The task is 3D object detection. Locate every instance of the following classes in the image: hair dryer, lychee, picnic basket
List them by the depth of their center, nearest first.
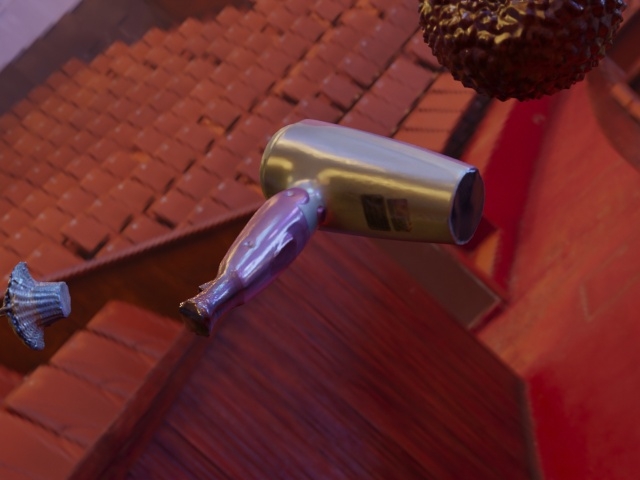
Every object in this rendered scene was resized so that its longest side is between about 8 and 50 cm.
[{"bbox_3d":[-0.007,0.000,0.486,0.106,0.054,0.154,17,41,36],"label":"hair dryer"},{"bbox_3d":[-0.271,0.061,0.972,0.083,0.083,0.065,-10,2,-1],"label":"picnic basket"},{"bbox_3d":[0.237,-0.270,1.223,0.236,0.236,0.271,-46,-26,25],"label":"lychee"}]
